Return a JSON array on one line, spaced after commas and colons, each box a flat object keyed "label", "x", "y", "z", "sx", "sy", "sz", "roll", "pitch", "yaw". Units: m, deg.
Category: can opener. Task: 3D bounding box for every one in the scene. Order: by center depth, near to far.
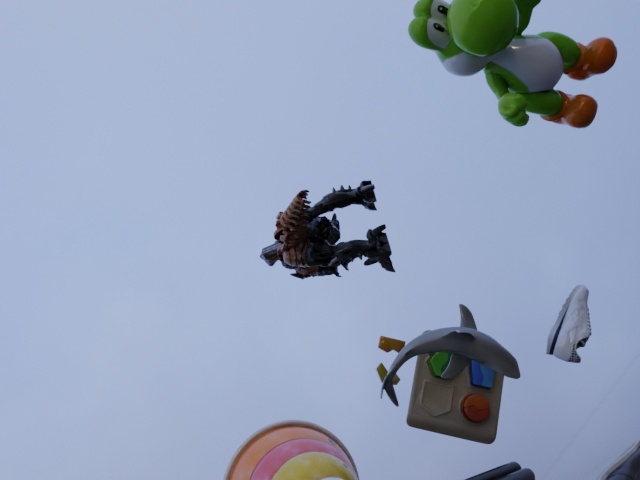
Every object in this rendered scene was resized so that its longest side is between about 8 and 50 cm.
[{"label": "can opener", "x": 0.306, "y": 0.530, "z": 1.249, "sx": 0.284, "sy": 0.076, "sz": 0.095, "roll": -8, "pitch": -84, "yaw": -26}]

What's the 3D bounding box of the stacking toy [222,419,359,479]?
[{"label": "stacking toy", "x": -0.015, "y": 0.572, "z": 1.353, "sx": 0.351, "sy": 0.350, "sz": 0.480, "roll": -21, "pitch": -8, "yaw": -21}]

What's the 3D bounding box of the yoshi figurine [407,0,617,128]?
[{"label": "yoshi figurine", "x": 0.326, "y": -0.313, "z": 1.032, "sx": 0.363, "sy": 0.203, "sz": 0.203, "roll": 15, "pitch": -43, "yaw": -19}]

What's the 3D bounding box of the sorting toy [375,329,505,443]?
[{"label": "sorting toy", "x": 0.276, "y": 0.330, "z": 1.463, "sx": 0.308, "sy": 0.228, "sz": 0.041, "roll": 13, "pitch": -13, "yaw": -1}]

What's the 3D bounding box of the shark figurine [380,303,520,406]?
[{"label": "shark figurine", "x": 0.227, "y": 0.201, "z": 1.169, "sx": 0.279, "sy": 0.166, "sz": 0.116, "roll": -11, "pitch": -18, "yaw": -6}]

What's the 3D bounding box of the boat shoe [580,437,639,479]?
[{"label": "boat shoe", "x": 0.479, "y": 0.431, "z": 1.029, "sx": 0.335, "sy": 0.095, "sz": 0.112, "roll": -12, "pitch": -33, "yaw": -44}]

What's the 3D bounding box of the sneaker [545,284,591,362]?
[{"label": "sneaker", "x": 0.688, "y": 0.225, "z": 1.688, "sx": 0.235, "sy": 0.095, "sz": 0.090, "roll": -57, "pitch": -34, "yaw": -24}]

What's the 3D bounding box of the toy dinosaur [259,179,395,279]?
[{"label": "toy dinosaur", "x": 0.000, "y": 0.000, "z": 1.047, "sx": 0.219, "sy": 0.164, "sz": 0.322, "roll": -14, "pitch": 1, "yaw": 2}]
